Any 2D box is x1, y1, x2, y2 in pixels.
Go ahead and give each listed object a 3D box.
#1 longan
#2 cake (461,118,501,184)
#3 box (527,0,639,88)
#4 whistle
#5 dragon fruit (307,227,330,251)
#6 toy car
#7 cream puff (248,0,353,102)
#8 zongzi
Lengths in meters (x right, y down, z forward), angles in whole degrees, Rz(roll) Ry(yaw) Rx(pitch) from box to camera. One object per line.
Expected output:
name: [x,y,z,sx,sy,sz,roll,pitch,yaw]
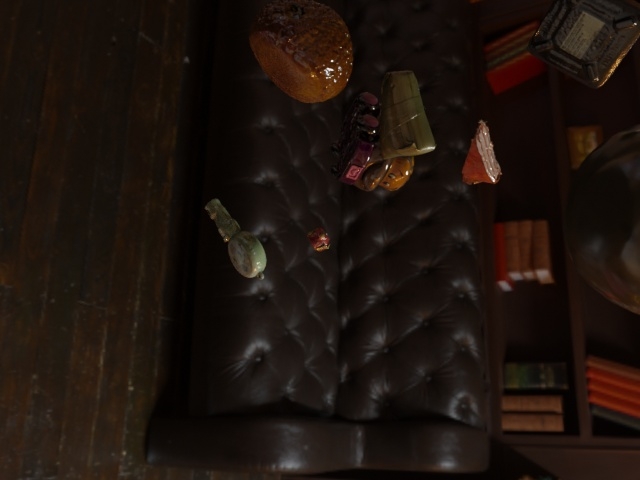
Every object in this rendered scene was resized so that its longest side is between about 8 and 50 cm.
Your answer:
longan: [0.690,-0.037,1.338,0.404,0.336,0.405,0,89,-34]
cake: [0.537,-0.284,2.122,0.098,0.135,0.287,-50,152,-20]
box: [0.830,-0.649,2.006,0.073,0.289,0.290,-47,168,-40]
whistle: [-0.222,-0.002,1.721,0.067,0.126,0.258,-29,75,-36]
dragon fruit: [0.000,0.000,2.137,0.083,0.056,0.060,48,19,-41]
toy car: [0.184,-0.318,2.152,0.240,0.271,0.341,16,51,-14]
cream puff: [-0.038,-0.500,1.651,0.212,0.303,0.303,-54,138,-13]
zongzi: [0.202,-0.338,1.763,0.256,0.115,0.228,-174,-112,-72]
